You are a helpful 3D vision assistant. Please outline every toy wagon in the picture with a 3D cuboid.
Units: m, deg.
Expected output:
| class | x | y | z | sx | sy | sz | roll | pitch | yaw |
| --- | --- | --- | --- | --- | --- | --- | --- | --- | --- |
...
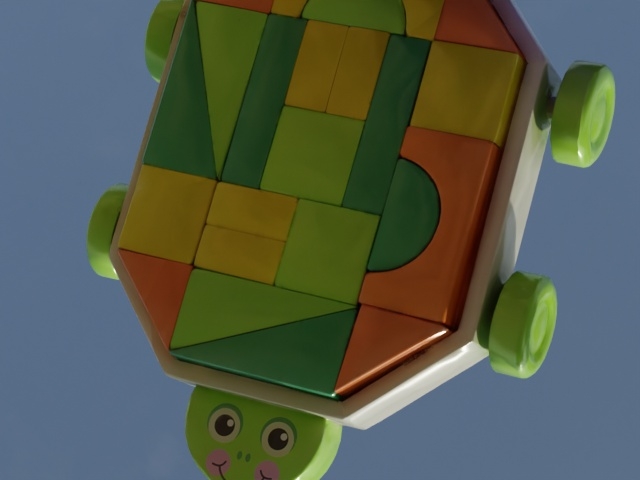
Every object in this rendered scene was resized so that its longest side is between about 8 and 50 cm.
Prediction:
| class | x | y | z | sx | sy | sz | roll | pitch | yaw |
| --- | --- | --- | --- | --- | --- | --- | --- | --- | --- |
| toy wagon | 0.000 | 0.000 | 1.041 | 0.267 | 0.068 | 0.344 | 12 | -99 | 24 |
